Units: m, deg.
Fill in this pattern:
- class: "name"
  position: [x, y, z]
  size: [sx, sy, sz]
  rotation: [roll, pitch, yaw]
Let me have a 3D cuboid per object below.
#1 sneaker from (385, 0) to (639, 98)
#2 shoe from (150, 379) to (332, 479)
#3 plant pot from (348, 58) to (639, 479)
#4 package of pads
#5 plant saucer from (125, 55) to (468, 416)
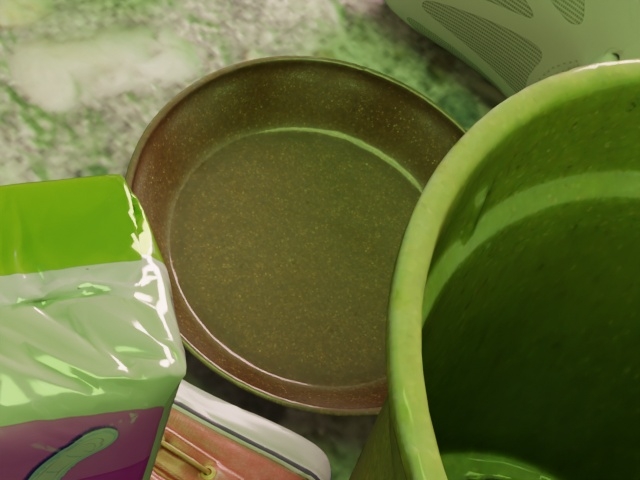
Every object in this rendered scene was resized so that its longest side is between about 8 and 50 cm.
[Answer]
- class: "sneaker"
  position: [0.190, -0.015, 0.749]
  size: [0.447, 0.169, 0.257]
  rotation: [26, 68, 13]
- class: "shoe"
  position: [-0.083, 0.099, 0.638]
  size: [0.178, 0.063, 0.081]
  rotation: [25, 49, -10]
- class: "plant pot"
  position: [0.115, 0.116, 0.585]
  size: [0.276, 0.254, 0.276]
  rotation: [10, 56, -15]
- class: "package of pads"
  position: [-0.205, 0.098, 0.489]
  size: [0.296, 0.229, 0.101]
  rotation: [-7, 52, -26]
- class: "plant saucer"
  position: [0.000, 0.000, 0.744]
  size: [0.198, 0.036, 0.199]
  rotation: [8, 59, -13]
